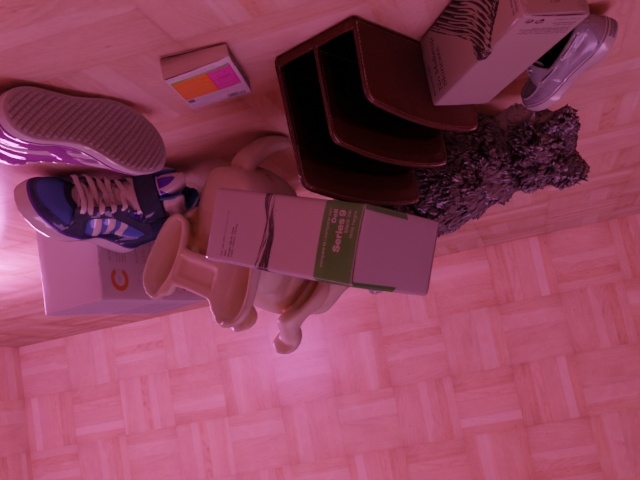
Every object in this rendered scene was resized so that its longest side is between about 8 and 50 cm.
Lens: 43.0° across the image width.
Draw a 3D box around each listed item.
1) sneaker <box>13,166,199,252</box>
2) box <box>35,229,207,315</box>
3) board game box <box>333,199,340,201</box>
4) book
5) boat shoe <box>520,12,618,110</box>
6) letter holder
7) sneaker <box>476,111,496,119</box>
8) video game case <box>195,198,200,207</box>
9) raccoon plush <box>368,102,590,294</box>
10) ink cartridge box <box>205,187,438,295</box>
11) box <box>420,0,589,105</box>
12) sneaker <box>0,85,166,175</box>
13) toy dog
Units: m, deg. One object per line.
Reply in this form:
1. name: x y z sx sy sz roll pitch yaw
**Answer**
1. sneaker: -0.374 -0.090 1.519 0.236 0.130 0.323 -30 154 19
2. box: -0.432 0.047 1.799 0.168 0.214 0.345 -16 168 27
3. board game box: 0.106 -0.098 2.102 0.124 0.039 0.259 -12 172 6
4. book: -0.160 -0.231 1.161 0.096 0.035 0.144 -14 169 4
5. boat shoe: 0.367 -0.285 1.275 0.081 0.079 0.227 18 154 -12
6. letter holder: 0.102 -0.173 1.217 0.152 0.214 0.302 -19 166 38
7. sneaker: 0.351 -0.214 1.621 0.215 0.083 0.084 19 139 -31
8. video game case: -0.150 0.003 1.837 0.270 0.244 0.061 -6 141 -22
9. raccoon plush: 0.285 -0.065 1.421 0.299 0.446 0.216 7 154 31
10. ink cartridge box: 0.000 0.000 1.248 0.289 0.121 0.211 9 180 37
11. box: 0.231 -0.280 1.071 0.094 0.113 0.275 -7 168 -17
12. sneaker: -0.380 -0.152 1.217 0.161 0.102 0.282 -15 158 40
13. toy dog: -0.089 0.019 1.606 0.285 0.395 0.408 5 170 38
